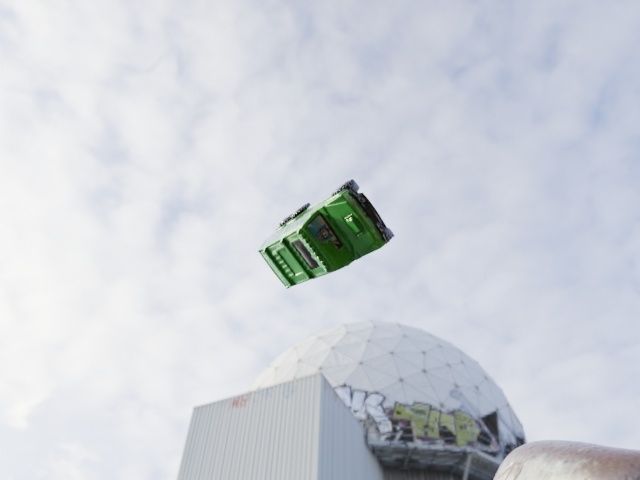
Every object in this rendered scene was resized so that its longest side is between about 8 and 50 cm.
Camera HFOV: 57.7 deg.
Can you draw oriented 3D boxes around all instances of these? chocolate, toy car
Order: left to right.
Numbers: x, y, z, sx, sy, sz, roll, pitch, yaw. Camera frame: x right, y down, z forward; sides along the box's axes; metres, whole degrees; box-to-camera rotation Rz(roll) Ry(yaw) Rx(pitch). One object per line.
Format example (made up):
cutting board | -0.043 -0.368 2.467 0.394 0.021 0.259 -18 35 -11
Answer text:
toy car | 0.000 0.000 0.567 0.071 0.062 0.165 53 -31 -7
chocolate | 0.243 0.258 0.568 0.083 0.161 0.261 38 -29 -8
